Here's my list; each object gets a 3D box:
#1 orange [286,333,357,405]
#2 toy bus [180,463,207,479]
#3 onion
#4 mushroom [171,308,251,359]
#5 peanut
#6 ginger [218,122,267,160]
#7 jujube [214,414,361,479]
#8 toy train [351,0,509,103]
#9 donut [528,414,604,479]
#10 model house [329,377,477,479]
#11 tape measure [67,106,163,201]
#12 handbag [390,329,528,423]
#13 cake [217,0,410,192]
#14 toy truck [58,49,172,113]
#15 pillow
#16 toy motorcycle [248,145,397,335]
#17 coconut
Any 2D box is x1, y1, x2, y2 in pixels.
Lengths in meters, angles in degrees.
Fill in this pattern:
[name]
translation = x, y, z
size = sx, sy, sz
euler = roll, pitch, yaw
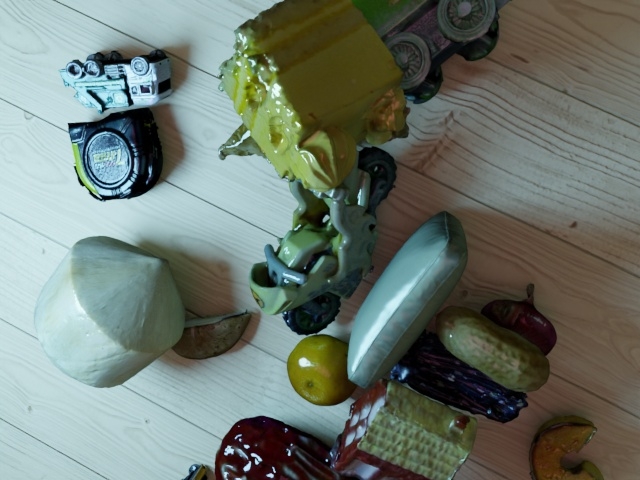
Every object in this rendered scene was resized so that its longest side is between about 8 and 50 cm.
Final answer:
[orange]
translation = 0.008, 0.265, 1.475
size = 0.155, 0.134, 0.154
euler = 16, 124, 24
[toy bus]
translation = -0.324, 0.605, 1.644
size = 0.194, 0.083, 0.088
euler = -43, 93, 20
[onion]
translation = 0.392, 0.147, 1.369
size = 0.150, 0.150, 0.140
euler = 34, 66, 5
[mushroom]
translation = -0.247, 0.209, 1.549
size = 0.210, 0.072, 0.094
euler = -9, 108, 15
[peanut]
translation = 0.306, 0.194, 1.281
size = 0.226, 0.108, 0.095
euler = 30, 98, 2
[ginger]
translation = -0.077, -0.229, 1.394
size = 0.270, 0.123, 0.218
euler = -37, 82, 26
[jujube]
translation = -0.045, 0.518, 1.472
size = 0.377, 0.258, 0.258
euler = 22, 106, 7
[toy train]
translation = 0.174, -0.403, 1.276
size = 0.307, 0.173, 0.248
euler = -35, 83, 18
[donut]
translation = 0.486, 0.430, 1.418
size = 0.146, 0.078, 0.181
euler = -13, 104, 17
[model house]
translation = 0.162, 0.361, 1.342
size = 0.196, 0.160, 0.254
euler = 27, 138, -5
[tape measure]
translation = -0.425, -0.174, 1.494
size = 0.199, 0.112, 0.186
euler = -8, 92, 21
[handbag]
translation = 0.275, 0.263, 1.387
size = 0.260, 0.162, 0.113
euler = 20, 107, 12
[cake]
translation = -0.003, -0.232, 1.180
size = 0.228, 0.222, 0.286
euler = -33, 84, -17
[toy truck]
translation = -0.413, -0.325, 1.465
size = 0.216, 0.110, 0.116
euler = 1, 114, 13
[pillow]
translation = 0.162, 0.105, 1.332
size = 0.120, 0.255, 0.322
euler = 34, 107, -1
[toy motorcycle]
translation = 0.000, 0.000, 1.374
size = 0.169, 0.237, 0.409
euler = 35, 107, 42
[coconut]
translation = -0.422, 0.136, 1.463
size = 0.329, 0.329, 0.328
euler = 3, 102, 13
